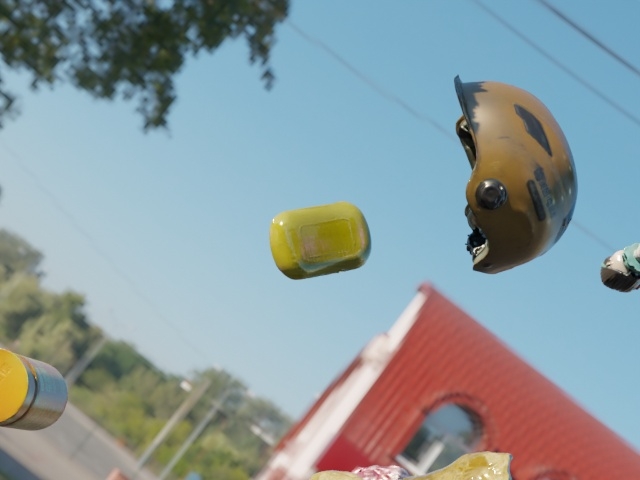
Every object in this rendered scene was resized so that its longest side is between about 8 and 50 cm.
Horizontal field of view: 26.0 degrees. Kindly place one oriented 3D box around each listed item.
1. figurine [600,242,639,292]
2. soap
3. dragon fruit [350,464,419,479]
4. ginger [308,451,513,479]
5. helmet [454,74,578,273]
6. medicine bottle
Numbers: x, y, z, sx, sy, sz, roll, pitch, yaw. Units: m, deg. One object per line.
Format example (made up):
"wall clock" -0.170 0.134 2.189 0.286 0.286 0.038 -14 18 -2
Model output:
"figurine" 0.374 0.031 1.649 0.060 0.047 0.106 12 -21 -11
"soap" -0.001 0.000 1.727 0.045 0.140 0.089 -15 -94 61
"dragon fruit" 0.069 0.385 1.727 0.211 0.282 0.147 41 -23 29
"ginger" 0.080 0.223 1.088 0.205 0.081 0.115 -11 -71 42
"helmet" 0.216 -0.076 1.530 0.198 0.130 0.224 -92 175 -65
"medicine bottle" -0.398 0.197 1.808 0.096 0.096 0.192 36 -6 11
